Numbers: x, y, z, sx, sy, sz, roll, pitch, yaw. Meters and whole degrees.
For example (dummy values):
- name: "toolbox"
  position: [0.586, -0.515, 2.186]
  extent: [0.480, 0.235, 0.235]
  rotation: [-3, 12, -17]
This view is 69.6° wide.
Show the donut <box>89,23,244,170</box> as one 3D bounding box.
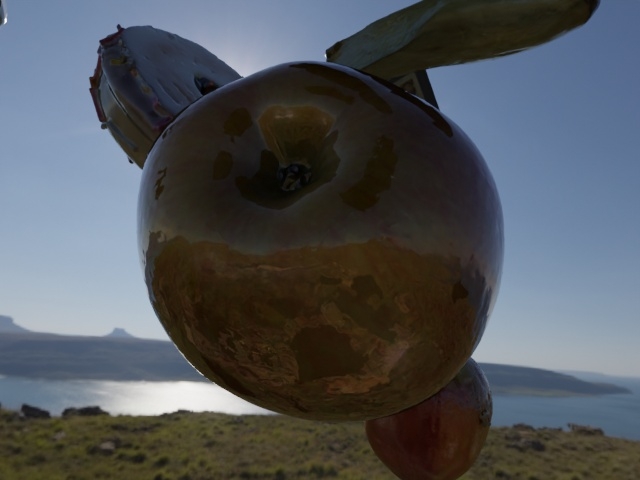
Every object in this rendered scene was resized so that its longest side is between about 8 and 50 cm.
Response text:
- name: "donut"
  position: [-0.219, -0.209, 0.819]
  extent: [0.383, 0.382, 0.142]
  rotation: [18, -52, -45]

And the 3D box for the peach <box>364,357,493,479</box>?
- name: "peach"
  position: [0.255, 0.421, 1.144]
  extent: [0.290, 0.372, 0.373]
  rotation: [-19, 3, -38]

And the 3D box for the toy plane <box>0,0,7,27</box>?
- name: "toy plane"
  position: [-0.594, -0.454, 0.795]
  extent: [0.080, 0.174, 0.174]
  rotation: [-7, -9, -21]

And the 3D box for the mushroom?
- name: "mushroom"
  position: [0.158, -0.261, 0.574]
  extent: [0.333, 0.087, 0.107]
  rotation: [-6, -10, 18]

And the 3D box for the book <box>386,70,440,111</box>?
- name: "book"
  position: [0.138, -0.194, 0.998]
  extent: [0.300, 0.428, 0.039]
  rotation: [-31, 27, -5]

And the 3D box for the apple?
- name: "apple"
  position: [0.000, 0.000, 0.511]
  extent: [0.391, 0.391, 0.346]
  rotation: [1, -20, 11]
